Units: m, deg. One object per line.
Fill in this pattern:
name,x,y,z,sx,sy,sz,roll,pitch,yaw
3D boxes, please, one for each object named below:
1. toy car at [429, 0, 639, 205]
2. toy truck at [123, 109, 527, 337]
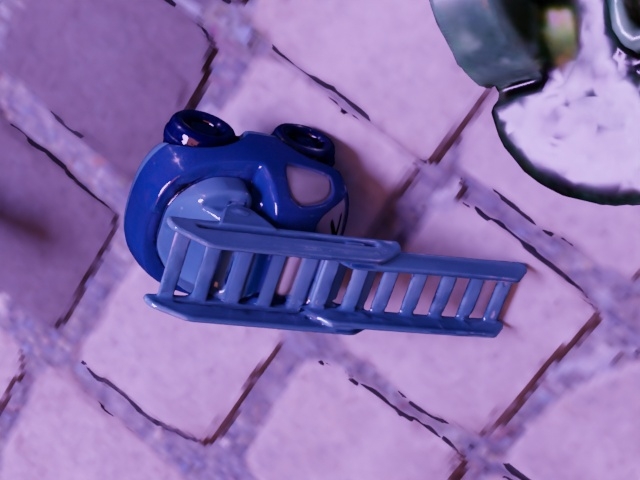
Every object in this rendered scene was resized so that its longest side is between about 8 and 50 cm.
toy car,0.094,-0.162,0.365,0.136,0.125,0.306,-14,82,29
toy truck,0.000,0.000,0.500,0.136,0.074,0.063,4,120,-25
